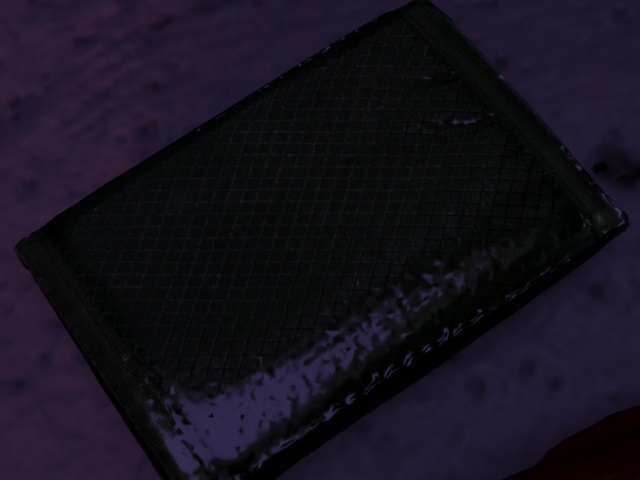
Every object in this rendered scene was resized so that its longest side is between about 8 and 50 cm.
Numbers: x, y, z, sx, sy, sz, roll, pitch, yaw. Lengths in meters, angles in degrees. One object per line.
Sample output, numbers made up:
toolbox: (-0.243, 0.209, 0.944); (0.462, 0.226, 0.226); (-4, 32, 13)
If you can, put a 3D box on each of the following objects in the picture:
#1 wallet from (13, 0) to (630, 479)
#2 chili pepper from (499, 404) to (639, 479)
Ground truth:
wallet: (0.000, 0.001, 0.552); (0.236, 0.055, 0.160); (-33, 73, -13)
chili pepper: (0.120, 0.130, 0.482); (0.387, 0.110, 0.110); (-27, 75, -3)
